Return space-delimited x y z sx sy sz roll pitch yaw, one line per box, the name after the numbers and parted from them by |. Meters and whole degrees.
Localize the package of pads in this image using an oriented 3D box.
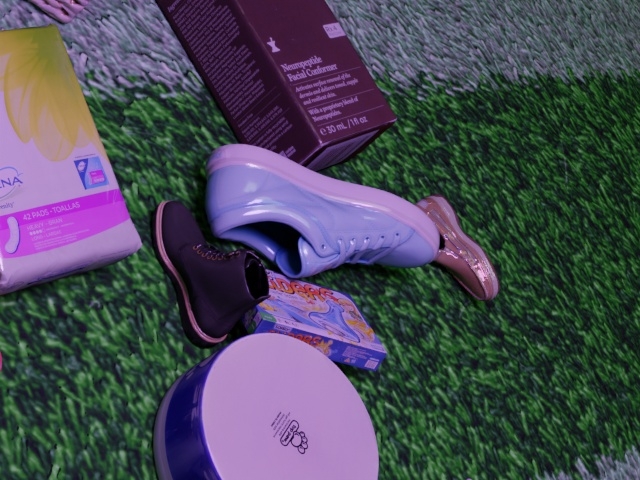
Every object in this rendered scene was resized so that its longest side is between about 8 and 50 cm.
-0.358 -0.092 1.419 0.229 0.101 0.296 -18 84 -51 | package of pads

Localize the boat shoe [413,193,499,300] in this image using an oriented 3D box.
0.198 0.020 1.922 0.072 0.068 0.190 -24 70 -36 | boat shoe

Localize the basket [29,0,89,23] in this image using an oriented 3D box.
-0.347 -0.522 1.623 0.331 0.266 0.328 32 46 -22 | basket

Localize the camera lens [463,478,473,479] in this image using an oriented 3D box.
0.158 0.449 1.469 0.219 0.219 0.274 45 42 -10 | camera lens

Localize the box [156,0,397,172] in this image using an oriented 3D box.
-0.073 -0.283 1.813 0.191 0.143 0.381 -24 79 -48 | box

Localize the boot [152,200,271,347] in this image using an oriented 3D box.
-0.129 0.017 1.558 0.077 0.137 0.198 -8 68 -45 | boot

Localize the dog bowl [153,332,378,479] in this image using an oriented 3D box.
-0.061 0.248 1.490 0.265 0.104 0.265 23 50 -30 | dog bowl

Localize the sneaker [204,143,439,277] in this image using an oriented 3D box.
0.000 0.000 1.708 0.366 0.135 0.150 18 59 -23 | sneaker

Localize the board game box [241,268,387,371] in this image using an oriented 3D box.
-0.023 0.098 1.635 0.201 0.035 0.136 18 24 -34 | board game box
